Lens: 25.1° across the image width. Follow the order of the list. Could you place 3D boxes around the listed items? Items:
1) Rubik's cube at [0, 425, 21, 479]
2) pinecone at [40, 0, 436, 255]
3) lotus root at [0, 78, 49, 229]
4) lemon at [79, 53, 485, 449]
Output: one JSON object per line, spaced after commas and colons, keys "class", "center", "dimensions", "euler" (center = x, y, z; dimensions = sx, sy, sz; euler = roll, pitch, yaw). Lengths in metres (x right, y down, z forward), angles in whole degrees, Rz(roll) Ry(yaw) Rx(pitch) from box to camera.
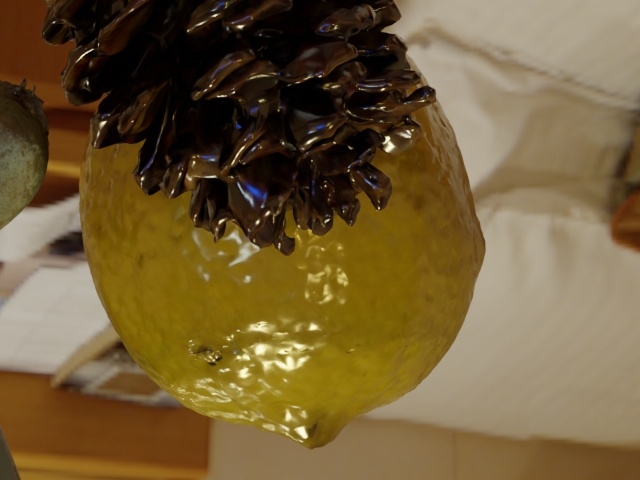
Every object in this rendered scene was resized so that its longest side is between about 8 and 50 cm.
{"class": "Rubik's cube", "center": [-0.440, 0.274, 1.336], "dimensions": [0.254, 0.259, 0.260], "euler": [7, 150, 4]}
{"class": "pinecone", "center": [-0.055, -0.121, 0.868], "dimensions": [0.224, 0.273, 0.224], "euler": [-24, 170, -4]}
{"class": "lotus root", "center": [-0.223, -0.031, 0.816], "dimensions": [0.165, 0.088, 0.088], "euler": [-36, 153, 1]}
{"class": "lemon", "center": [-0.030, -0.017, 1.114], "dimensions": [0.336, 0.336, 0.336], "euler": [1, 159, 0]}
